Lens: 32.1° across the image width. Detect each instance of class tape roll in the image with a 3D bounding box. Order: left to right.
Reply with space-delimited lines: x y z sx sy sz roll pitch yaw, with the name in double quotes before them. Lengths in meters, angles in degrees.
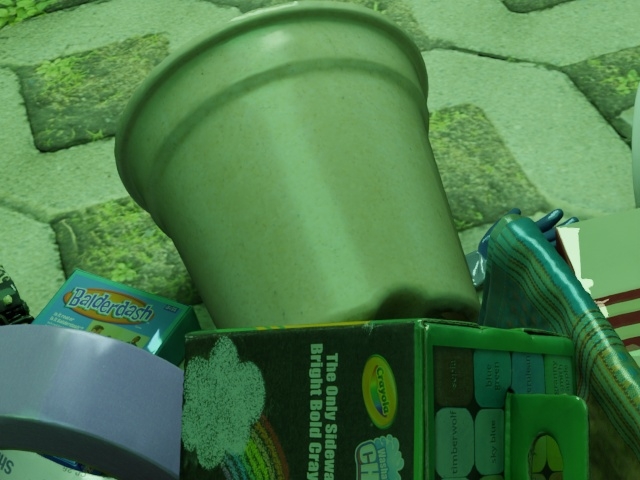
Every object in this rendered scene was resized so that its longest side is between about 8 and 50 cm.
"tape roll" -0.205 0.188 0.931 0.275 0.275 0.090 1 48 14

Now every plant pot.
"plant pot" 0.000 0.000 1.066 0.334 0.334 0.305 -19 58 -5

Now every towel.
"towel" 0.188 0.186 0.822 0.040 0.271 0.370 -4 37 -15

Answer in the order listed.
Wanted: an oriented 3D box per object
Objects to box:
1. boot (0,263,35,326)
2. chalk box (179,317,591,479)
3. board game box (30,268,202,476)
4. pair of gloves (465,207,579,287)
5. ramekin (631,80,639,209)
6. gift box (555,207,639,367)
"boot" -0.385 0.110 1.156 0.179 0.085 0.236 -27 29 -15
"chalk box" 0.063 0.148 0.750 0.289 0.179 0.180 -6 79 42
"board game box" -0.246 0.135 1.148 0.160 0.047 0.210 16 53 26
"pair of gloves" 0.222 0.043 1.146 0.159 0.023 0.198 -21 47 -9
"ramekin" 0.382 -0.090 1.115 0.109 0.207 0.207 1 47 27
"gift box" 0.345 0.084 0.918 0.258 0.255 0.276 -12 52 4
